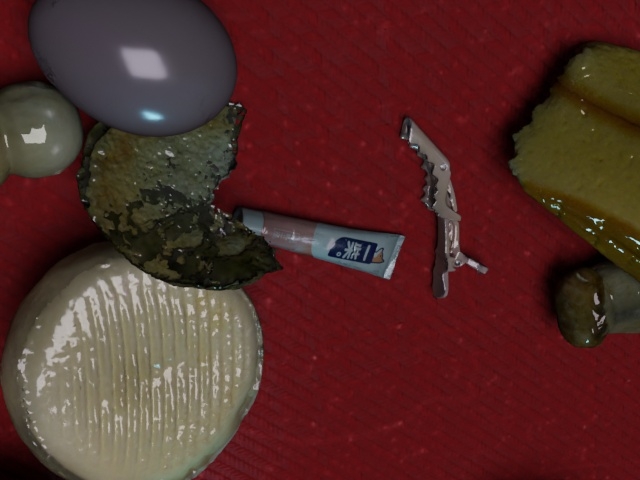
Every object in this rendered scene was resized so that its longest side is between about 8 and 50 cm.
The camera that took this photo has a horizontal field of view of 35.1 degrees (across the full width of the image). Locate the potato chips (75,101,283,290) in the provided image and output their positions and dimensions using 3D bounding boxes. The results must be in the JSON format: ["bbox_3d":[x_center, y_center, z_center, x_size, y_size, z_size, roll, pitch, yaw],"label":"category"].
[{"bbox_3d":[-0.131,-0.045,1.001,0.202,0.029,0.220,-23,76,-29],"label":"potato chips"}]

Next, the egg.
[{"bbox_3d":[-0.172,-0.175,0.942,0.198,0.146,0.146,25,102,-23],"label":"egg"}]

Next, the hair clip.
[{"bbox_3d":[0.143,-0.043,1.159,0.072,0.034,0.226,-20,114,-12],"label":"hair clip"}]

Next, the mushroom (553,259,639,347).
[{"bbox_3d":[0.440,0.064,1.269,0.333,0.087,0.107,-6,117,-19],"label":"mushroom"}]

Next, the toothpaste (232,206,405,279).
[{"bbox_3d":[0.000,0.000,1.133,0.205,0.036,0.056,13,108,-26],"label":"toothpaste"}]

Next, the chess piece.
[{"bbox_3d":[-0.345,-0.092,0.942,0.243,0.133,0.133,-14,115,-18],"label":"chess piece"}]

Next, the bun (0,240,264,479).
[{"bbox_3d":[-0.198,0.122,1.059,0.287,0.146,0.288,-12,115,-28],"label":"bun"}]

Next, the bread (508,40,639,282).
[{"bbox_3d":[0.405,-0.062,1.181,0.361,0.245,0.233,29,80,11],"label":"bread"}]
